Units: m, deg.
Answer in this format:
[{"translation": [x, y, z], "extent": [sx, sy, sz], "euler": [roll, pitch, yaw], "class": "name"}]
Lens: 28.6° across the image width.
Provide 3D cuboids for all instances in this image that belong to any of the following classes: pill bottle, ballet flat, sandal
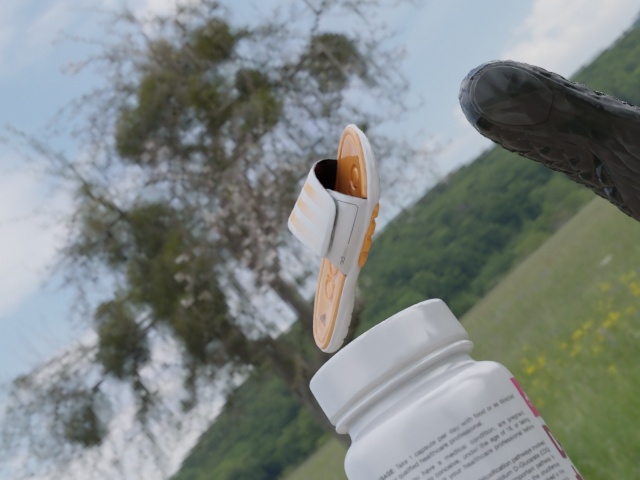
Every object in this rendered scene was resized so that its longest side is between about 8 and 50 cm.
[{"translation": [0.120, 0.199, 1.009], "extent": [0.160, 0.283, 0.160], "euler": [-31, -15, -9], "class": "pill bottle"}, {"translation": [0.157, -0.053, 0.697], "extent": [0.057, 0.173, 0.049], "euler": [-61, 1, 6], "class": "ballet flat"}, {"translation": [0.003, 0.005, 1.366], "extent": [0.076, 0.102, 0.265], "euler": [1, -67, -20], "class": "sandal"}]
